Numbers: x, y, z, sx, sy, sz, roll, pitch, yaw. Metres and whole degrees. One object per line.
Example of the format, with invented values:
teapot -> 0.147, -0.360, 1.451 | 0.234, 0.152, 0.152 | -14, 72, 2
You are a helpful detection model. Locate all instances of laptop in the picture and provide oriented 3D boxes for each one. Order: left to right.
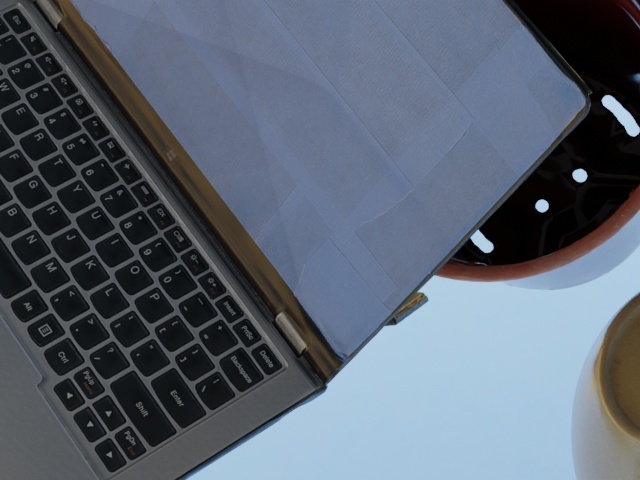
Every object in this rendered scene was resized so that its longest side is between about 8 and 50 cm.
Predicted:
laptop -> -0.134, -0.072, 0.924 | 0.408, 0.236, 0.382 | -30, -110, -22

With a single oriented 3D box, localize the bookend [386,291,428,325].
bookend -> 0.000, 0.000, 1.404 | 0.156, 0.157, 0.072 | -7, -167, 32

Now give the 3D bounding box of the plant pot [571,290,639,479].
plant pot -> 0.294, 0.126, 1.093 | 0.284, 0.191, 0.284 | -19, -127, 26

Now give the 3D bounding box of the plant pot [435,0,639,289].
plant pot -> 0.155, -0.080, 1.166 | 0.272, 0.265, 0.273 | -4, -102, 17
